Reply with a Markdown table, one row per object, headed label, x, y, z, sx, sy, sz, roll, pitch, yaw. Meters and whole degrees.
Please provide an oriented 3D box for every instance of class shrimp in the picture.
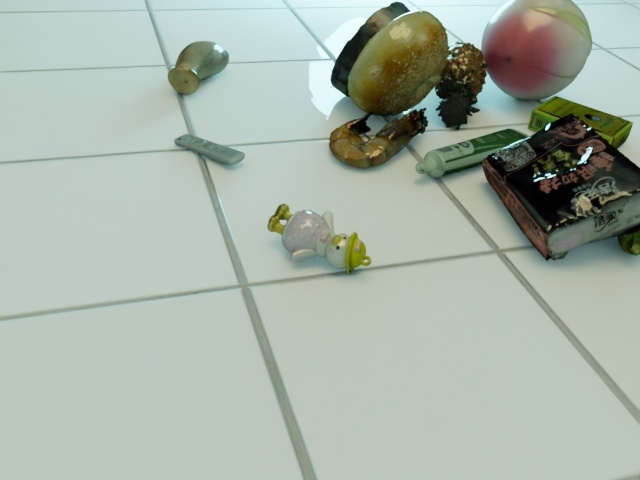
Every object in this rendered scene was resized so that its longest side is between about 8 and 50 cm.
| label | x | y | z | sx | sy | sz | roll | pitch | yaw |
| --- | --- | --- | --- | --- | --- | --- | --- | --- | --- |
| shrimp | 0.131 | -0.252 | 1.597 | 0.178 | 0.075 | 0.289 | 28 | 54 | 32 |

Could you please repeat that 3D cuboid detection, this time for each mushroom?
| label | x | y | z | sx | sy | sz | roll | pitch | yaw |
| --- | --- | --- | --- | --- | --- | --- | --- | --- | --- |
| mushroom | -0.336 | -0.476 | 1.814 | 0.096 | 0.108 | 0.247 | -25 | 21 | 29 |

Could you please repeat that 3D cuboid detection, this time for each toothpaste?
| label | x | y | z | sx | sy | sz | roll | pitch | yaw |
| --- | --- | --- | --- | --- | --- | --- | --- | --- | --- |
| toothpaste | 0.363 | -0.208 | 1.569 | 0.392 | 0.061 | 0.098 | -19 | 42 | -34 |

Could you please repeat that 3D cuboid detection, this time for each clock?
| label | x | y | z | sx | sy | sz | roll | pitch | yaw |
| --- | --- | --- | --- | --- | --- | --- | --- | --- | --- |
| clock | 0.141 | -0.493 | 1.753 | 0.055 | 0.281 | 0.280 | 45 | 47 | 11 |

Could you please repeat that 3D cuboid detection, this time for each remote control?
| label | x | y | z | sx | sy | sz | roll | pitch | yaw |
| --- | --- | --- | --- | --- | --- | --- | --- | --- | --- |
| remote control | -0.251 | -0.203 | 1.505 | 0.184 | 0.027 | 0.050 | 22 | 37 | 29 |

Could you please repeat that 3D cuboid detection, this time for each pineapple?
| label | x | y | z | sx | sy | sz | roll | pitch | yaw |
| --- | --- | --- | --- | --- | --- | --- | --- | --- | --- |
| pineapple | 0.359 | -0.405 | 1.782 | 0.157 | 0.158 | 0.279 | 12 | 48 | 9 |

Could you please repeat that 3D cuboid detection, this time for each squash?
| label | x | y | z | sx | sy | sz | roll | pitch | yaw |
| --- | --- | --- | --- | --- | --- | --- | --- | --- | --- |
| squash | 0.632 | -0.044 | 1.370 | 0.069 | 0.069 | 0.258 | 10 | 38 | 6 |

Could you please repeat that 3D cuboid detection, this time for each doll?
| label | x | y | z | sx | sy | sz | roll | pitch | yaw |
| --- | --- | --- | --- | --- | --- | --- | --- | --- | --- |
| doll | 0.000 | 0.000 | 1.210 | 0.207 | 0.081 | 0.129 | 25 | 59 | 21 |

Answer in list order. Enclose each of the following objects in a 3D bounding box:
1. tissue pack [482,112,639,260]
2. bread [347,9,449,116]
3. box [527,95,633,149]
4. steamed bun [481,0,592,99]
| label | x | y | z | sx | sy | sz | roll | pitch | yaw |
| --- | --- | --- | --- | --- | --- | --- | --- | --- | --- |
| tissue pack | 0.494 | -0.109 | 1.361 | 0.244 | 0.123 | 0.332 | -25 | 36 | 5 |
| bread | 0.208 | -0.429 | 1.671 | 0.159 | 0.306 | 0.305 | 44 | 47 | 15 |
| box | 0.671 | -0.297 | 1.730 | 0.220 | 0.064 | 0.141 | 31 | 42 | 29 |
| steamed bun | 0.574 | -0.525 | 1.834 | 0.309 | 0.310 | 0.309 | 4 | 36 | -3 |
